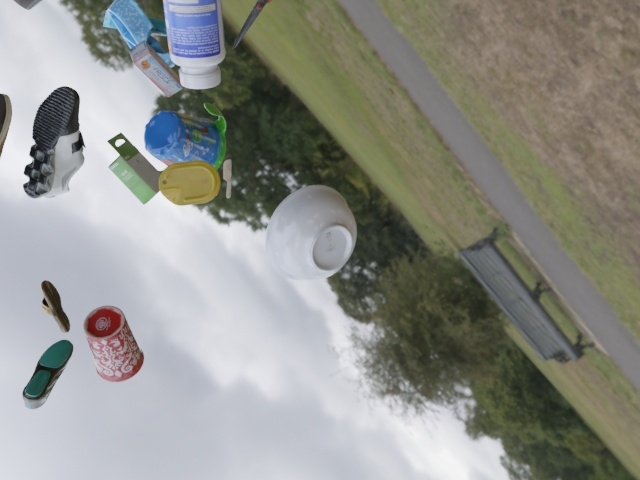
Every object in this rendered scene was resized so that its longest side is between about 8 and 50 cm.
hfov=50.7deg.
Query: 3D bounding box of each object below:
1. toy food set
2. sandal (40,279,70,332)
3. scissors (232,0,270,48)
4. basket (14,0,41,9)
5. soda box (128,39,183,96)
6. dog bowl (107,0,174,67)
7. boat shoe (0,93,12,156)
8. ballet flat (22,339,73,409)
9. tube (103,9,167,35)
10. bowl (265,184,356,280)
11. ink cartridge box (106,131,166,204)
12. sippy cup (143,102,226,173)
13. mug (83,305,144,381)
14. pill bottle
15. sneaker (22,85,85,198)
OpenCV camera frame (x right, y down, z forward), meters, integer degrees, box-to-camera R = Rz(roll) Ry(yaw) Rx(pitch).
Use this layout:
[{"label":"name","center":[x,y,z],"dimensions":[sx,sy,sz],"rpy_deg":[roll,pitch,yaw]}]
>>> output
[{"label":"toy food set","center":[-0.365,-0.175,2.004],"dimensions":[0.071,0.218,0.128],"rpy_deg":[-112,17,-77]},{"label":"sandal","center":[-0.845,0.213,2.126],"dimensions":[0.072,0.049,0.180],"rpy_deg":[-59,-53,-84]},{"label":"scissors","center":[-0.163,-0.659,1.835],"dimensions":[0.109,0.297,0.021],"rpy_deg":[46,-167,-24]},{"label":"basket","center":[-0.878,-0.846,2.117],"dimensions":[0.154,0.227,0.204],"rpy_deg":[49,-167,-26]},{"label":"soda box","center":[-0.480,-0.501,1.983],"dimensions":[0.063,0.058,0.183],"rpy_deg":[64,-171,28]},{"label":"dog bowl","center":[-0.588,-0.664,2.206],"dimensions":[0.166,0.074,0.297],"rpy_deg":[40,167,34]},{"label":"boat shoe","center":[-0.922,-0.289,1.849],"dimensions":[0.092,0.103,0.285],"rpy_deg":[26,-119,-47]},{"label":"ballet flat","center":[-0.727,0.356,1.799],"dimensions":[0.072,0.068,0.213],"rpy_deg":[17,-141,0]},{"label":"tube","center":[-0.621,-0.730,2.277],"dimensions":[0.207,0.080,0.052],"rpy_deg":[1,-120,-25]},{"label":"bowl","center":[0.000,0.000,1.946],"dimensions":[0.298,0.298,0.134],"rpy_deg":[44,173,-40]},{"label":"ink cartridge box","center":[-0.569,-0.219,2.047],"dimensions":[0.209,0.062,0.109],"rpy_deg":[48,-157,-12]},{"label":"sippy cup","center":[-0.487,-0.345,2.359],"dimensions":[0.240,0.305,0.224],"rpy_deg":[18,179,28]},{"label":"mug","center":[-0.487,0.222,1.552],"dimensions":[0.150,0.113,0.169],"rpy_deg":[47,154,31]},{"label":"pill bottle","center":[-0.332,-0.551,1.796],"dimensions":[0.152,0.152,0.272],"rpy_deg":[-125,30,-52]},{"label":"sneaker","center":[-0.729,-0.277,1.914],"dimensions":[0.122,0.330,0.146],"rpy_deg":[33,-160,23]}]
